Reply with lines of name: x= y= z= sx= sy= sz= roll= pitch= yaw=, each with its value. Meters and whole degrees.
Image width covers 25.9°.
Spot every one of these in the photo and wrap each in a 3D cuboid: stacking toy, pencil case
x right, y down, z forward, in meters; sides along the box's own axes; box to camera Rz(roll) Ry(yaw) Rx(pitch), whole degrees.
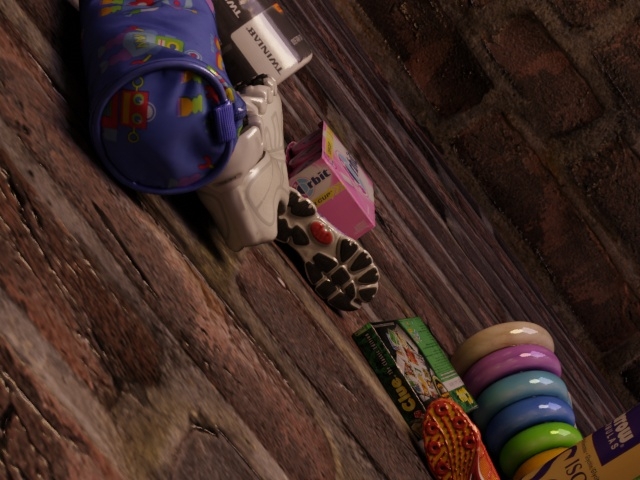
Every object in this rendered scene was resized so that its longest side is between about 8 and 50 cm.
stacking toy: x=0.266 y=0.265 z=1.690 sx=0.141 sy=0.141 sz=0.330 roll=42 pitch=24 yaw=-49
pencil case: x=-0.140 y=-0.163 z=1.205 sx=0.306 sy=0.133 sz=0.119 roll=-106 pitch=-174 yaw=-55

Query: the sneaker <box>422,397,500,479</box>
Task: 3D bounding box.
sneaker: x=0.153 y=0.244 z=1.438 sx=0.067 sy=0.064 sz=0.175 roll=-13 pitch=78 yaw=-86

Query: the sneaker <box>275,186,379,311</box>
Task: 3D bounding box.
sneaker: x=0.000 y=0.000 z=1.472 sx=0.170 sy=0.068 sz=0.071 roll=51 pitch=7 yaw=-16

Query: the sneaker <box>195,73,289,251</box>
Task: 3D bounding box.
sneaker: x=-0.079 y=-0.078 z=1.324 sx=0.292 sy=0.110 sz=0.118 roll=-84 pitch=152 yaw=-69

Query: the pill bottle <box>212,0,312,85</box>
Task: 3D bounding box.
pill bottle: x=-0.129 y=-0.261 z=1.518 sx=0.245 sy=0.130 sz=0.130 roll=53 pitch=12 yaw=-6

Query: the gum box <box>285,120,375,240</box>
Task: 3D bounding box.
gum box: x=0.011 y=-0.071 z=1.711 sx=0.107 sy=0.062 sz=0.188 roll=52 pitch=12 yaw=-15

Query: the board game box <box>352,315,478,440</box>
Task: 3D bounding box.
board game box: x=0.113 y=0.151 z=1.585 sx=0.136 sy=0.030 sz=0.260 roll=55 pitch=12 yaw=11

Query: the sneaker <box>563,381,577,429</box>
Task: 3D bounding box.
sneaker: x=0.328 y=0.276 z=1.992 sx=0.092 sy=0.087 sz=0.228 roll=60 pitch=18 yaw=-10

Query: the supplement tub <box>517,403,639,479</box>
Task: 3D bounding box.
supplement tub: x=0.273 y=0.271 z=1.144 sx=0.241 sy=0.331 sz=0.241 roll=52 pitch=12 yaw=-15
